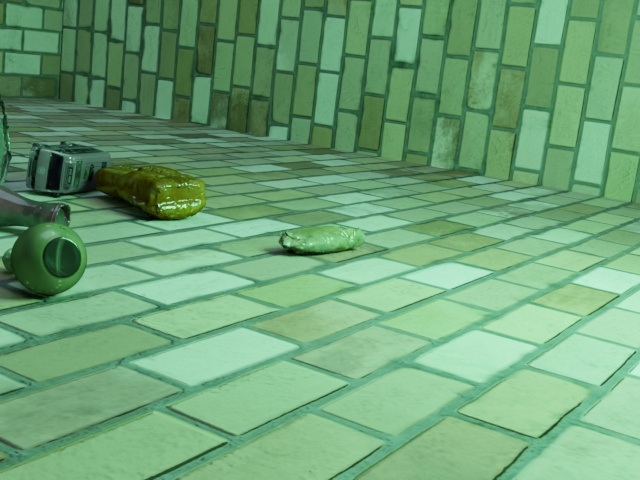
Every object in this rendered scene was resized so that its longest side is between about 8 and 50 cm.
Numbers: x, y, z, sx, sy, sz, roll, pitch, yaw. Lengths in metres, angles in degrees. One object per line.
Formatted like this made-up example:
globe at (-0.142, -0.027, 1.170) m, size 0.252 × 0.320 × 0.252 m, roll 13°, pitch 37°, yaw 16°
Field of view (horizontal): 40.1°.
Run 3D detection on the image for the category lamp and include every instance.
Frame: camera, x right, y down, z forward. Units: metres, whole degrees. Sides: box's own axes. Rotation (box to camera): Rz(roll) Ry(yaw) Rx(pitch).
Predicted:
lamp at (-0.365, 0.024, 1.120) m, size 0.091 × 0.090 × 0.163 m, roll -4°, pitch 1°, yaw -42°

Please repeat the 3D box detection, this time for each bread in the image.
bread at (-0.336, -0.099, 1.701) m, size 0.139 × 0.077 × 0.271 m, roll -8°, pitch 17°, yaw -38°

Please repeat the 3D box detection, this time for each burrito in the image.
burrito at (0.000, -0.002, 1.503) m, size 0.058 × 0.045 × 0.188 m, roll 8°, pitch 12°, yaw 44°

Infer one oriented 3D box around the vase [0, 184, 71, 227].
vase at (-0.509, -0.053, 1.396) m, size 0.214 × 0.086 × 0.086 m, roll 13°, pitch 12°, yaw 6°

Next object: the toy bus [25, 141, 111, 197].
toy bus at (-0.512, -0.145, 1.786) m, size 0.108 × 0.096 × 0.199 m, roll 13°, pitch 10°, yaw 10°

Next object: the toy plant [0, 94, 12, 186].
toy plant at (-0.777, -0.194, 1.632) m, size 0.332 × 0.247 × 0.247 m, roll -1°, pitch 12°, yaw -2°
